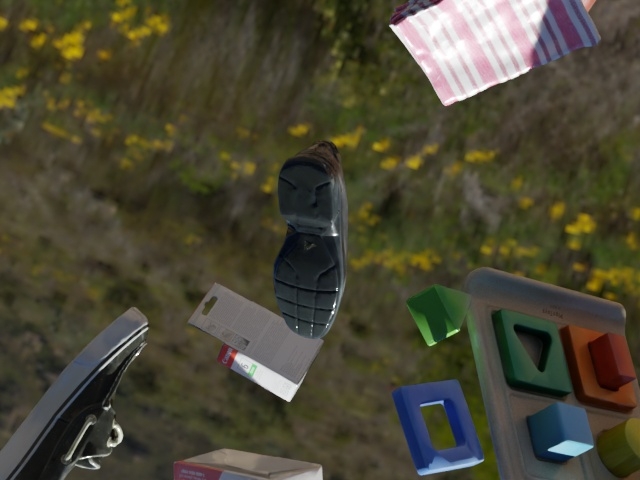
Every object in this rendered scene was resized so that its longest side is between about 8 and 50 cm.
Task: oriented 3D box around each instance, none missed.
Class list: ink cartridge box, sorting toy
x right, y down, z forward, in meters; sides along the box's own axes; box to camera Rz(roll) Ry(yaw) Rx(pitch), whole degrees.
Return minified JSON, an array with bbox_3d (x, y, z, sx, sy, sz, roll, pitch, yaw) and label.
[{"bbox_3d":[-0.062,0.091,1.433,0.115,0.063,0.029,29,134,5],"label":"ink cartridge box"},{"bbox_3d":[0.196,0.121,1.192,0.348,0.196,0.047,15,147,-37],"label":"sorting toy"},{"bbox_3d":[-0.057,0.281,1.317,0.115,0.198,0.067,4,-172,41],"label":"ink cartridge box"}]

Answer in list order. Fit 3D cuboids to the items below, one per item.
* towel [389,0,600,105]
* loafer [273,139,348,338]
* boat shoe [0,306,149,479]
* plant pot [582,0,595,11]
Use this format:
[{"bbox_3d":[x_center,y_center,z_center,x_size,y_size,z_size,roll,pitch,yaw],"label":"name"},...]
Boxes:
[{"bbox_3d":[0.191,-0.231,1.728,0.197,0.029,0.144,-21,130,23],"label":"towel"},{"bbox_3d":[0.000,0.000,1.286,0.062,0.061,0.170,15,121,16],"label":"loafer"},{"bbox_3d":[-0.198,0.153,1.265,0.070,0.219,0.078,37,164,1],"label":"boat shoe"},{"bbox_3d":[0.277,-0.404,1.921,0.272,0.272,0.265,23,125,-6],"label":"plant pot"}]
